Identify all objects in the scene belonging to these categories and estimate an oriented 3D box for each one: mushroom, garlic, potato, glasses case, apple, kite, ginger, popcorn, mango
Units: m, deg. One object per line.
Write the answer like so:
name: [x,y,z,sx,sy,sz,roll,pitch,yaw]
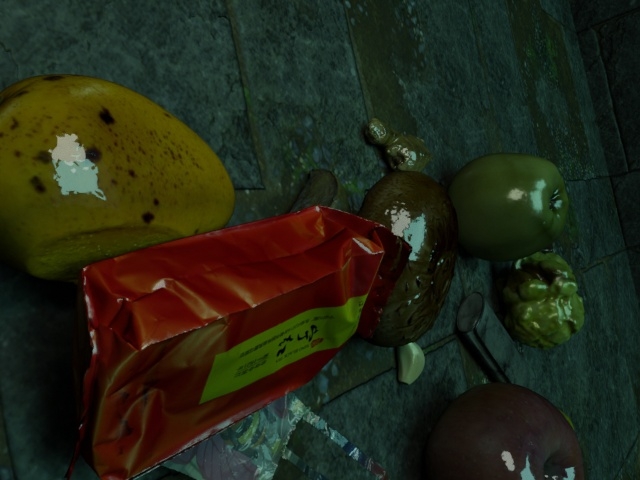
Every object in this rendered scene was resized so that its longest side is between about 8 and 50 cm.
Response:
mushroom: [0.131,0.032,0.938,0.278,0.163,0.296,-66,157,-46]
garlic: [0.161,0.218,1.055,0.053,0.041,0.083,15,76,-43]
potato: [0.001,0.001,0.870,0.120,0.100,0.261,52,44,-27]
glasses case: [0.402,0.250,1.322,0.299,0.060,0.114,50,45,-29]
apple: [0.314,0.400,1.030,0.306,0.235,0.305,15,69,-43]
kite: [-0.055,0.239,0.697,0.360,0.022,0.204,39,43,-11]
ginger: [0.149,-0.172,1.137,0.165,0.067,0.096,15,67,-34]
popcorn: [0.538,0.149,1.428,0.256,0.195,0.254,-59,134,-41]
apple: [0.409,-0.073,1.296,0.262,0.263,0.262,19,65,-47]
mango: [-0.210,-0.065,0.585,0.291,0.160,0.190,4,59,-50]

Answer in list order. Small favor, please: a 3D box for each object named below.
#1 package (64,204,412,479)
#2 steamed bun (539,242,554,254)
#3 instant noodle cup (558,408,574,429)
package: [-0.077,0.088,0.638,0.424,0.123,0.195,-18,138,-43]
steamed bun: [0.581,-0.045,1.603,0.175,0.107,0.144,58,34,-42]
instant noodle cup: [0.451,0.456,1.242,0.182,0.182,0.144,-46,124,-47]
